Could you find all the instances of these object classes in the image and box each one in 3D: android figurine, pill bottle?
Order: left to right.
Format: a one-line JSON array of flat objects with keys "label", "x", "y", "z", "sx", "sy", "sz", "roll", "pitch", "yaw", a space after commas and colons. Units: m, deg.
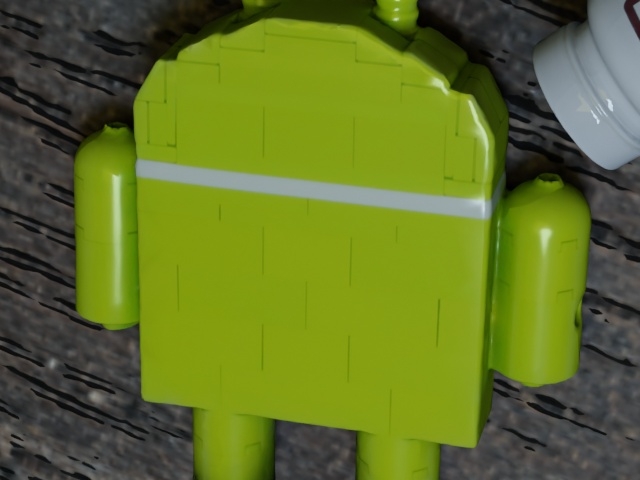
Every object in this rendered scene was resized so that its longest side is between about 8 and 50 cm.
[{"label": "android figurine", "x": 0.000, "y": 0.000, "z": 0.924, "sx": 0.248, "sy": 0.056, "sz": 0.273, "roll": 6, "pitch": 113, "yaw": 14}, {"label": "pill bottle", "x": 0.167, "y": -0.095, "z": 0.822, "sx": 0.152, "sy": 0.086, "sz": 0.086, "roll": -32, "pitch": 100, "yaw": 25}]
